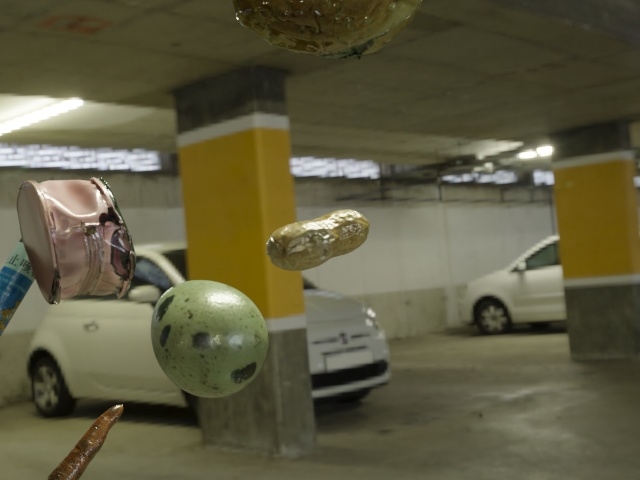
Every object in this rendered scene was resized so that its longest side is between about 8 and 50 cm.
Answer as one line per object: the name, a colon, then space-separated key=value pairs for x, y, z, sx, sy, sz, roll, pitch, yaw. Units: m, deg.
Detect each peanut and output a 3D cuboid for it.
peanut: x=0.000 y=0.000 z=1.719 sx=0.214 sy=0.100 sz=0.099 roll=-16 pitch=5 yaw=-35

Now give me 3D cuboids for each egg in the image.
egg: x=-0.183 y=0.148 z=1.478 sx=0.177 sy=0.177 sz=0.228 roll=-3 pitch=29 yaw=-39

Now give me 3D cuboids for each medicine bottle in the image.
medicine bottle: x=-0.450 y=0.057 z=1.373 sx=0.051 sy=0.191 sz=0.051 roll=22 pitch=-19 yaw=8

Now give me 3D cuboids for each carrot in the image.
carrot: x=-0.315 y=0.282 z=1.246 sx=0.035 sy=0.036 sz=0.165 roll=-7 pitch=37 yaw=45

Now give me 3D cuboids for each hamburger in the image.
hamburger: x=0.013 y=-0.362 z=1.158 sx=0.284 sy=0.266 sz=0.134 roll=3 pitch=-2 yaw=22

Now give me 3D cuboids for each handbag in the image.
handbag: x=-0.339 y=0.000 z=1.294 sx=0.116 sy=0.179 sz=0.205 roll=-14 pitch=-17 yaw=-26
